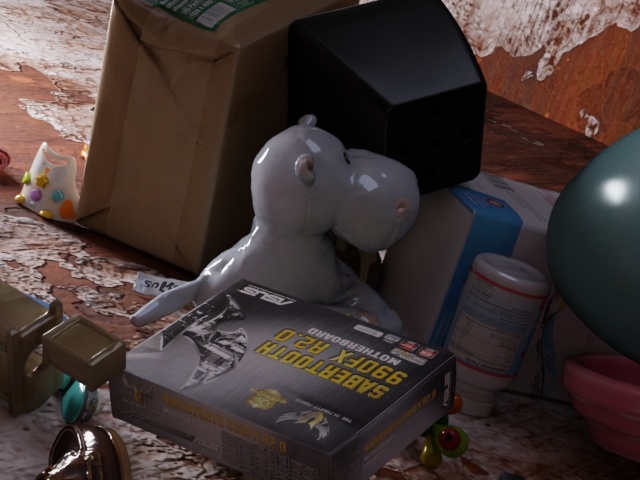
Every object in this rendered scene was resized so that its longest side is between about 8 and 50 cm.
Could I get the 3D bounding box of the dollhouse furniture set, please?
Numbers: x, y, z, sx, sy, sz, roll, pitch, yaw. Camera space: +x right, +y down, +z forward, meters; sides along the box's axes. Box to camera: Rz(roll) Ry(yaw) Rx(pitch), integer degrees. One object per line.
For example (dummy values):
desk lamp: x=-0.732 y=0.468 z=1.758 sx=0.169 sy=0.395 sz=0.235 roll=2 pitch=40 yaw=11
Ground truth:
dollhouse furniture set: x=-0.279 y=0.118 z=1.367 sx=0.182 sy=0.101 sz=0.161 roll=28 pitch=42 yaw=27

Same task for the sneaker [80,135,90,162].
sneaker: x=-0.194 y=-0.108 z=2.179 sx=0.221 sy=0.087 sz=0.083 roll=16 pitch=17 yaw=-12

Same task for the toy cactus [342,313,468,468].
toy cactus: x=0.066 y=0.152 z=1.634 sx=0.219 sy=0.112 sz=0.180 roll=25 pitch=-3 yaw=27

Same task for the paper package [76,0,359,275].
paper package: x=-0.112 y=-0.162 z=1.963 sx=0.168 sy=0.309 sz=0.325 roll=23 pitch=30 yaw=19

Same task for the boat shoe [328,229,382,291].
boat shoe: x=0.002 y=-0.007 z=2.066 sx=0.095 sy=0.095 sz=0.257 roll=9 pitch=18 yaw=-16

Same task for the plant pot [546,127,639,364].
plant pot: x=0.348 y=0.004 z=1.730 sx=0.195 sy=0.290 sz=0.290 roll=2 pitch=0 yaw=41

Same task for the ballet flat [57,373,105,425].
ballet flat: x=-0.204 y=0.130 z=1.449 sx=0.041 sy=0.041 sz=0.114 roll=12 pitch=18 yaw=-24

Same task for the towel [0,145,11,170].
towel: x=-0.553 y=-0.170 z=2.052 sx=0.237 sy=0.037 sz=0.329 roll=5 pitch=21 yaw=-44

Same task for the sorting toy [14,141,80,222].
sorting toy: x=-0.309 y=-0.070 z=1.929 sx=0.083 sy=0.075 sz=0.045 roll=27 pitch=17 yaw=27

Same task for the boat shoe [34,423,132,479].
boat shoe: x=-0.173 y=0.190 z=1.214 sx=0.073 sy=0.073 sz=0.207 roll=15 pitch=16 yaw=-24

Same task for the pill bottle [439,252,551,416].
pill bottle: x=0.177 y=0.100 z=1.776 sx=0.087 sy=0.160 sz=0.087 roll=18 pitch=16 yaw=-5

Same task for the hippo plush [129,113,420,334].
hippo plush: x=-0.024 y=-0.014 z=1.781 sx=0.294 sy=0.236 sz=0.234 roll=17 pitch=16 yaw=-9

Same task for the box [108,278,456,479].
box: x=-0.032 y=0.120 z=1.403 sx=0.231 sy=0.056 sz=0.183 roll=18 pitch=32 yaw=32

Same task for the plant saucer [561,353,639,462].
plant saucer: x=0.411 y=0.190 z=1.752 sx=0.332 sy=0.084 sz=0.332 roll=10 pitch=4 yaw=-1

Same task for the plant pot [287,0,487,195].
plant pot: x=0.083 y=-0.143 z=1.862 sx=0.187 sy=0.188 sz=0.167 roll=-16 pitch=40 yaw=-23

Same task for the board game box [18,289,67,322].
board game box: x=-0.312 y=0.067 z=1.549 sx=0.169 sy=0.033 sz=0.133 roll=25 pitch=10 yaw=0

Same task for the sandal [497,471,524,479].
sandal: x=0.157 y=0.276 z=1.302 sx=0.054 sy=0.097 sz=0.254 roll=16 pitch=26 yaw=-9

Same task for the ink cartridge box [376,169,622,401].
ink cartridge box: x=0.232 y=0.050 z=1.944 sx=0.270 sy=0.197 sz=0.198 roll=13 pitch=16 yaw=-19
